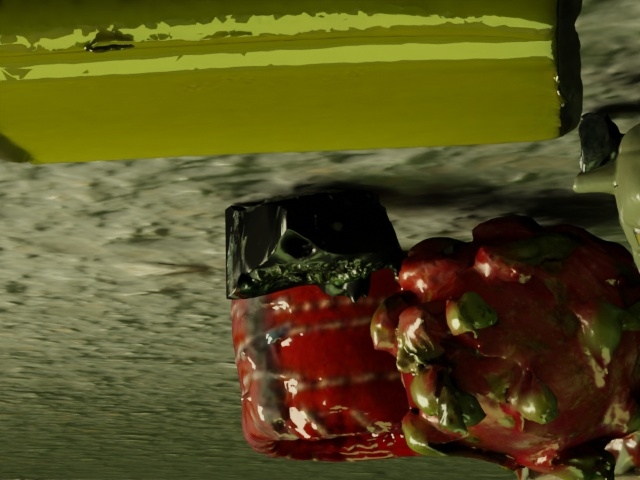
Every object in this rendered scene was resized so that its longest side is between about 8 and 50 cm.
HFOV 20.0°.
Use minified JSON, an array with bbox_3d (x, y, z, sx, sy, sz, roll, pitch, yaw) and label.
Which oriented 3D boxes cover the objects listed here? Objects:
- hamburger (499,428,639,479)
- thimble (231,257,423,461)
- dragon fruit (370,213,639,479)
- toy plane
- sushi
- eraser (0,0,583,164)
[{"bbox_3d":[0.304,0.191,1.647,0.300,0.176,0.300,-2,168,0],"label":"hamburger"},{"bbox_3d":[0.026,0.083,1.251,0.163,0.125,0.189,-7,167,16],"label":"thimble"},{"bbox_3d":[0.113,0.067,1.056,0.172,0.167,0.160,-5,151,-29],"label":"dragon fruit"},{"bbox_3d":[0.177,-0.012,0.889,0.092,0.108,0.286,-4,180,12],"label":"toy plane"},{"bbox_3d":[0.000,0.000,1.032,0.084,0.056,0.083,6,159,-25],"label":"sushi"},{"bbox_3d":[-0.022,-0.076,0.632,0.226,0.069,0.158,-3,170,8],"label":"eraser"}]
